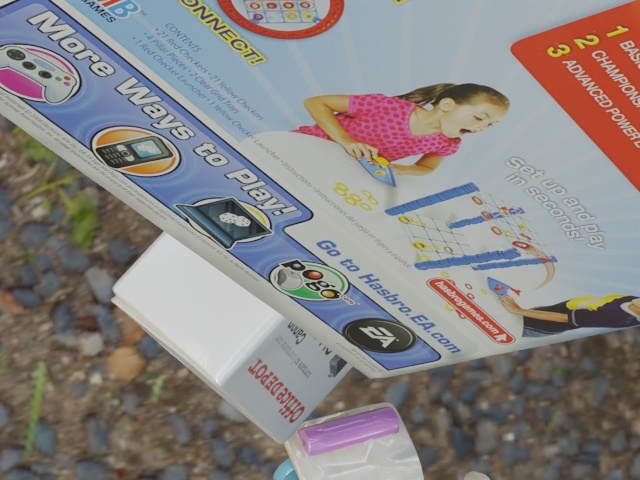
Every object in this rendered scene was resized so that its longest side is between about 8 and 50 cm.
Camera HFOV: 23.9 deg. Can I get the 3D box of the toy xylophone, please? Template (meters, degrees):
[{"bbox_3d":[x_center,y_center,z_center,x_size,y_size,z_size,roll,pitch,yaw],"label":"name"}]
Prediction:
[{"bbox_3d":[0.012,0.278,1.344,0.236,0.322,0.081,-2,44,-39],"label":"toy xylophone"}]

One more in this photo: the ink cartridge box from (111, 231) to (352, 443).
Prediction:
[{"bbox_3d":[0.000,0.000,1.112,0.114,0.197,0.273,40,83,22],"label":"ink cartridge box"}]

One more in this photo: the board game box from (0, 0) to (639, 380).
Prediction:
[{"bbox_3d":[0.060,-0.070,0.564,0.308,0.302,0.086,39,47,-42],"label":"board game box"}]
